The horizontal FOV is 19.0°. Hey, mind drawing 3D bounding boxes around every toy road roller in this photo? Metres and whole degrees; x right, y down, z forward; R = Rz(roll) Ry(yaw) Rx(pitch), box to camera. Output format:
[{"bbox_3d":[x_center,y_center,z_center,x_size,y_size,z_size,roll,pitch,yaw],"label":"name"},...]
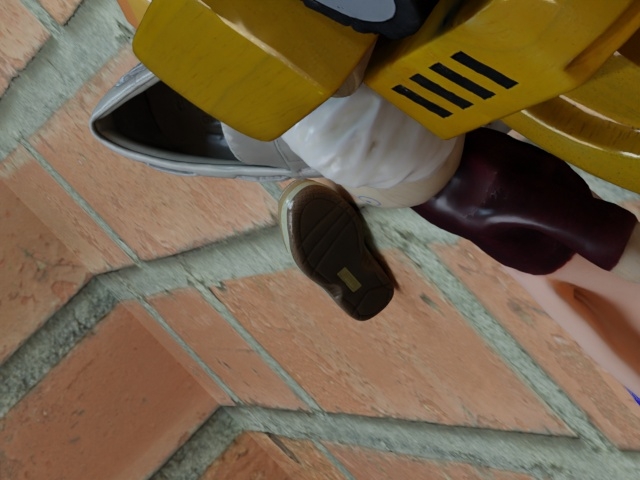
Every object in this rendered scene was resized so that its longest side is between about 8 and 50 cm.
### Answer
[{"bbox_3d":[0.079,-0.121,0.772,0.240,0.202,0.329,35,168,-10],"label":"toy road roller"}]

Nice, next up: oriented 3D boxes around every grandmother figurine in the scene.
[{"bbox_3d":[0.111,-0.009,1.008,0.342,0.104,0.208,30,169,-40],"label":"grandmother figurine"}]

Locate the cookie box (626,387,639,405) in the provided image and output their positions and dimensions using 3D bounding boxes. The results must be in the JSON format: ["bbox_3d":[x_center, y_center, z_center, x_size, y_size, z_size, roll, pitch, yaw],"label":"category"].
[{"bbox_3d":[0.228,0.076,1.244,0.092,0.040,0.107,50,166,-22],"label":"cookie box"}]

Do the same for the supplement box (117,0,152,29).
[{"bbox_3d":[-0.045,-0.140,1.333,0.233,0.080,0.078,40,167,26],"label":"supplement box"}]

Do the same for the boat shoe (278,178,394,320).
[{"bbox_3d":[0.000,0.000,1.656,0.072,0.068,0.190,49,172,38],"label":"boat shoe"}]

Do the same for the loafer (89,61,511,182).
[{"bbox_3d":[-0.013,-0.082,1.174,0.319,0.111,0.112,-4,106,45],"label":"loafer"}]
